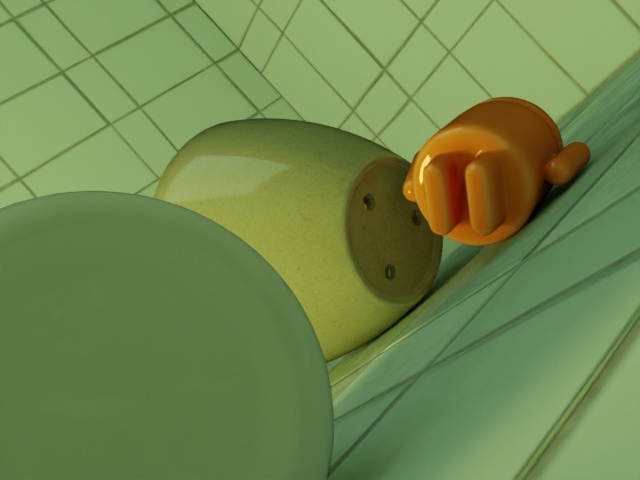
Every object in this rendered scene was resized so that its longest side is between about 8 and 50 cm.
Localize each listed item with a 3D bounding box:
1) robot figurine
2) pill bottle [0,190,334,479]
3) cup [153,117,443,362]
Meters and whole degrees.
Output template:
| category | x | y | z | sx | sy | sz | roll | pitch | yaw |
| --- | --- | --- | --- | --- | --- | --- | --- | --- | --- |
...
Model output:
| category | x | y | z | sx | sy | sz | roll | pitch | yaw |
| --- | --- | --- | --- | --- | --- | --- | --- | --- | --- |
| robot figurine | 0.173 | -0.076 | 0.843 | 0.158 | 0.128 | 0.219 | -45 | -4 | 36 |
| pill bottle | -0.149 | 0.136 | 0.493 | 0.210 | 0.210 | 0.363 | -40 | -4 | -32 |
| cup | 0.000 | 0.000 | 0.970 | 0.237 | 0.331 | 0.331 | -7 | 25 | 46 |
